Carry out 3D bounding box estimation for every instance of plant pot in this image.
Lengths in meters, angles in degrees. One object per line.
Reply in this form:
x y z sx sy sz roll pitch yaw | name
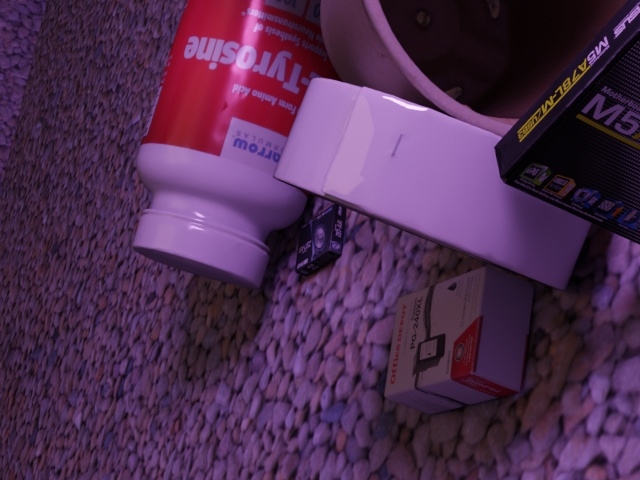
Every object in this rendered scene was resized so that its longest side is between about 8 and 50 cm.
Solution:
0.143 -0.240 1.309 0.305 0.333 0.334 170 118 -73 | plant pot

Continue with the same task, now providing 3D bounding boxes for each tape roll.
0.103 -0.050 1.236 0.286 0.286 0.100 25 93 65 | tape roll

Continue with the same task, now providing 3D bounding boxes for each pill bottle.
-0.103 -0.157 1.787 0.229 0.229 0.408 0 72 63 | pill bottle

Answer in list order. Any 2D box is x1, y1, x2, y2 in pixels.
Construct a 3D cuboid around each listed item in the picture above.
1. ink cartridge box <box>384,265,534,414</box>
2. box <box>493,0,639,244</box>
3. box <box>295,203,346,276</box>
0.131 0.099 1.328 0.150 0.063 0.109 -25 50 55 | ink cartridge box
0.262 -0.083 1.058 0.184 0.190 0.045 -47 31 37 | box
0.000 0.000 1.710 0.083 0.018 0.067 -33 43 51 | box
